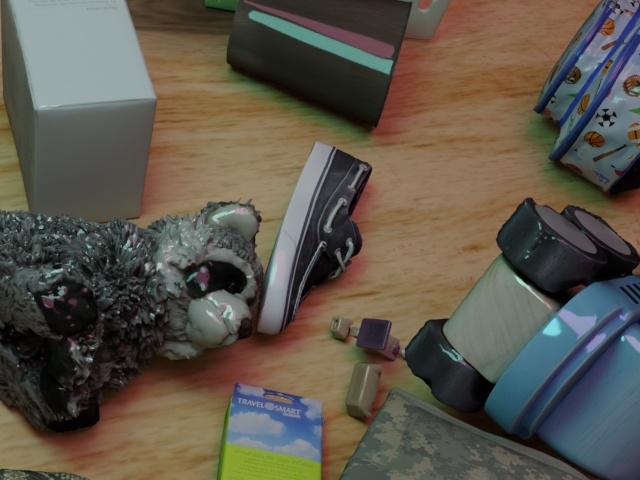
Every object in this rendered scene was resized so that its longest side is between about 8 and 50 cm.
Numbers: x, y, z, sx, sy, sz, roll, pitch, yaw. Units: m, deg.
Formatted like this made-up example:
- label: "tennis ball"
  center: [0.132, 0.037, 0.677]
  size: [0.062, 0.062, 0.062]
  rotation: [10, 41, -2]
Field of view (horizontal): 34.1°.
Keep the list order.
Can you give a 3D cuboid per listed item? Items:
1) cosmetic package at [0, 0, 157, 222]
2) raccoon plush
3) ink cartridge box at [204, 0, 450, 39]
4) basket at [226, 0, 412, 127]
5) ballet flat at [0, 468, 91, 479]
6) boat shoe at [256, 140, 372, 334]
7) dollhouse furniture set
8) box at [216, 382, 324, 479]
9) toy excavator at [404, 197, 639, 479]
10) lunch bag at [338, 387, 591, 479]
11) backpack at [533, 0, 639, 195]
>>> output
- label: "cosmetic package"
  center: [-0.292, -0.170, 1.235]
  size: [0.138, 0.224, 0.224]
  rotation: [-7, 58, -21]
- label: "raccoon plush"
  center: [-0.268, -0.005, 1.151]
  size: [0.446, 0.216, 0.299]
  rotation: [42, 47, 15]
- label: "ink cartridge box"
  center: [0.023, -0.423, 1.519]
  size: [0.354, 0.207, 0.119]
  rotation: [8, 55, -12]
- label: "basket"
  center: [-0.005, -0.275, 1.447]
  size: [0.227, 0.154, 0.204]
  rotation: [15, 55, -1]
- label: "ballet flat"
  center: [-0.148, 0.340, 0.980]
  size: [0.483, 0.164, 0.182]
  rotation: [34, 31, 3]
- label: "boat shoe"
  center: [0.000, 0.000, 1.282]
  size: [0.102, 0.108, 0.301]
  rotation: [19, 45, 0]
- label: "dollhouse furniture set"
  center: [0.056, 0.158, 1.240]
  size: [0.081, 0.091, 0.114]
  rotation: [32, 67, -45]
- label: "box"
  center: [-0.053, 0.235, 1.105]
  size: [0.109, 0.042, 0.178]
  rotation: [14, 34, -8]
- label: "toy excavator"
  center: [0.374, 0.182, 1.157]
  size: [0.445, 0.222, 0.433]
  rotation: [46, 22, 23]
- label: "lunch bag"
  center: [0.147, 0.304, 1.005]
  size: [0.287, 0.168, 0.235]
  rotation: [22, 27, 11]
- label: "backpack"
  center: [0.427, -0.209, 1.464]
  size: [0.213, 0.276, 0.263]
  rotation: [24, 59, 7]
